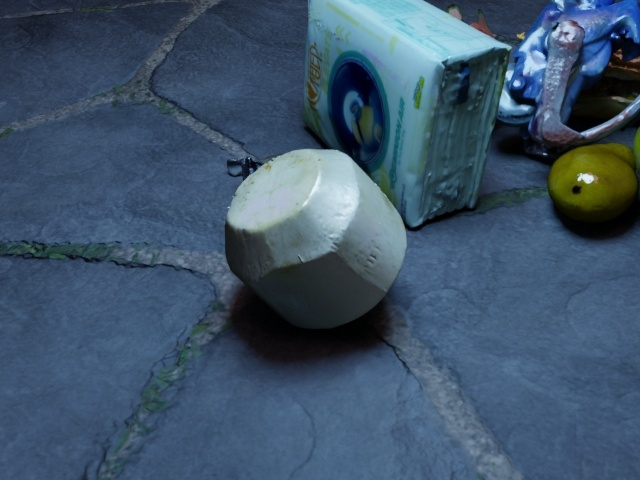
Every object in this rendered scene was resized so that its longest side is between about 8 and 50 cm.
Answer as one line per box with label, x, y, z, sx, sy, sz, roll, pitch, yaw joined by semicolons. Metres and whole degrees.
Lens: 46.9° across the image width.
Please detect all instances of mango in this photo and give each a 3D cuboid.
mango;0.433;-0.098;1.159;0.136;0.099;0.227;16;33;28

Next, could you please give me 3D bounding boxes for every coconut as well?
coconut;-0.003;0.002;0.970;0.241;0.241;0.241;-2;38;1

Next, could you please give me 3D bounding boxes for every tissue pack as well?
tissue pack;0.117;-0.245;1.211;0.162;0.287;0.388;-14;40;-24

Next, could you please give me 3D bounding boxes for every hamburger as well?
hamburger;0.528;-0.311;1.376;0.245;0.155;0.282;-21;45;-17

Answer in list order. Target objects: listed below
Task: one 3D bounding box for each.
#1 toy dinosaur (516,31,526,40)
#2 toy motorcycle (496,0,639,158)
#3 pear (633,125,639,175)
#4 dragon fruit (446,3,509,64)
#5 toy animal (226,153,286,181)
toy dinosaur;0.550;-0.378;1.533;0.288;0.070;0.117;32;39;31
toy motorcycle;0.439;-0.291;1.250;0.241;0.319;0.182;32;2;-13
pear;0.602;-0.139;1.086;0.253;0.253;0.307;22;35;28
dragon fruit;0.251;-0.324;1.382;0.192;0.193;0.274;-24;33;21
toy animal;-0.059;-0.126;1.245;0.202;0.070;0.105;-8;19;-1
